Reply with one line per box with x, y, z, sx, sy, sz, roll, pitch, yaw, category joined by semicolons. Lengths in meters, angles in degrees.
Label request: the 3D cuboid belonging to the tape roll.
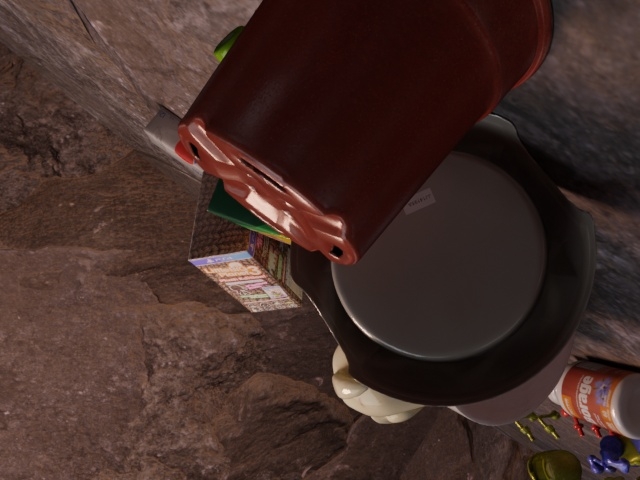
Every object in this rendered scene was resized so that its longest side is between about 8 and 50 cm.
0.265;0.136;0.896;0.286;0.286;0.100;41;168;-24;tape roll

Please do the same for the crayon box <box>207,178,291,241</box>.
0.021;-0.018;1.099;0.313;0.106;0.363;20;179;32;crayon box

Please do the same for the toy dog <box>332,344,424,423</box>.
0.247;0.208;1.163;0.407;0.285;0.395;-20;161;28;toy dog

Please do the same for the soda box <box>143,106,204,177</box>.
-0.362;-0.257;1.641;0.286;0.091;0.098;35;168;3;soda box

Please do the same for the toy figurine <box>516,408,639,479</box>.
0.623;0.405;1.184;0.362;0.191;0.217;8;142;-22;toy figurine

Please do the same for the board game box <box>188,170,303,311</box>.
-0.153;0.001;1.313;0.141;0.232;0.291;-9;148;19;board game box

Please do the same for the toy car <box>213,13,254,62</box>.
-0.046;-0.248;0.763;0.155;0.149;0.188;47;-166;-29;toy car

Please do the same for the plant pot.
0.026;-0.138;0.536;0.272;0.265;0.272;34;168;8;plant pot

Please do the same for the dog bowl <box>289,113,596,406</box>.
0.141;0.018;0.696;0.348;0.349;0.102;32;179;21;dog bowl

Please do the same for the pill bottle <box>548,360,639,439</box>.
0.557;0.308;1.137;0.121;0.121;0.216;38;168;-12;pill bottle
